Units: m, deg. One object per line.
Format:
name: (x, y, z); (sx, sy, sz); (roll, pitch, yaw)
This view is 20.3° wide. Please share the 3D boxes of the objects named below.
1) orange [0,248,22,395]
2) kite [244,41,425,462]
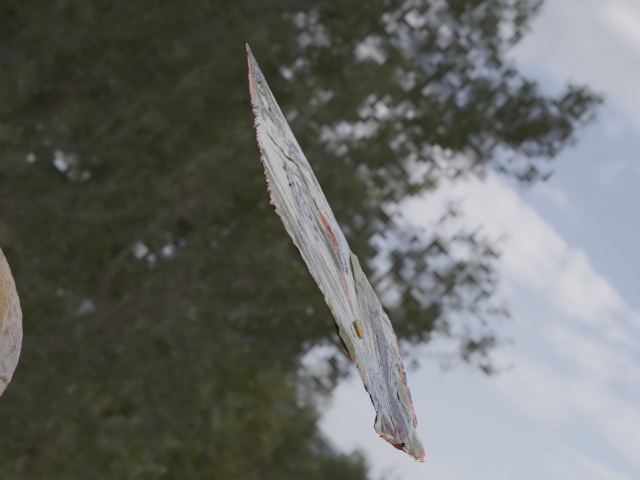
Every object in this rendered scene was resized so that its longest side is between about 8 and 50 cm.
orange: (-0.407, 0.069, 1.621); (0.274, 0.274, 0.274); (45, -6, 6)
kite: (0.002, -0.001, 1.240); (0.377, 0.013, 0.327); (47, 21, -68)
